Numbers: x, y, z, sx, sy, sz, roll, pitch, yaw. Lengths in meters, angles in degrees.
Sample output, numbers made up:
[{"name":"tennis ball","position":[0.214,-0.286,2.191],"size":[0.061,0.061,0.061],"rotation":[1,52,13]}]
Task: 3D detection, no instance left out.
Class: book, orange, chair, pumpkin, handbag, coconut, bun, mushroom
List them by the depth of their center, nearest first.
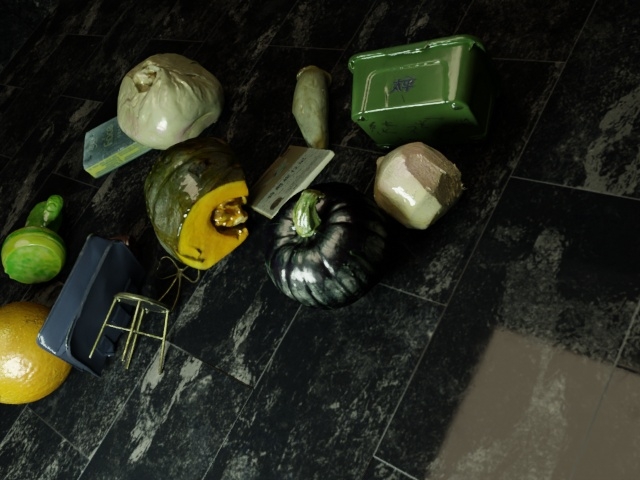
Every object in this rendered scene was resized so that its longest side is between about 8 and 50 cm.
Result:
[{"name":"pumpkin","position":[0.000,0.000,1.338],"size":[0.296,0.296,0.295],"rotation":[-16,53,22]},{"name":"coconut","position":[0.203,-0.125,1.354],"size":[0.195,0.194,0.194],"rotation":[-16,53,22]},{"name":"chair","position":[-0.449,0.167,1.580],"size":[0.160,0.170,0.325],"rotation":[0,66,33]},{"name":"book","position":[-0.094,-0.156,1.581],"size":[0.217,0.021,0.310],"rotation":[-49,23,-6]},{"name":"pumpkin","position":[-0.315,-0.099,1.587],"size":[0.257,0.303,0.225],"rotation":[-19,44,-24]},{"name":"handbag","position":[-0.582,0.173,1.605],"size":[0.119,0.269,0.325],"rotation":[11,62,15]},{"name":"orange","position":[-0.787,0.293,1.625],"size":[0.275,0.274,0.274],"rotation":[-16,53,22]},{"name":"mushroom","position":[-0.025,-0.358,1.711],"size":[0.108,0.087,0.333],"rotation":[2,60,1]},{"name":"bun","position":[-0.485,-0.454,1.934],"size":[0.362,0.213,0.360],"rotation":[-5,53,6]}]

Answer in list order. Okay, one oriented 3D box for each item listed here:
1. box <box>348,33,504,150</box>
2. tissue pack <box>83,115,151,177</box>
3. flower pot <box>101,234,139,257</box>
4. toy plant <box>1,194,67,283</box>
[{"name":"box","position":[0.239,-0.329,1.445],"size":[0.329,0.253,0.177],"rotation":[2,74,33]},{"name":"tissue pack","position":[-0.683,-0.342,2.104],"size":[0.257,0.081,0.185],"rotation":[-24,50,14]},{"name":"flower pot","position":[-0.583,0.031,1.793],"size":[0.089,0.111,0.111],"rotation":[-15,52,3]},{"name":"toy plant","position":[-0.906,-0.021,1.976],"size":[0.224,0.185,0.315],"rotation":[-49,35,18]}]
